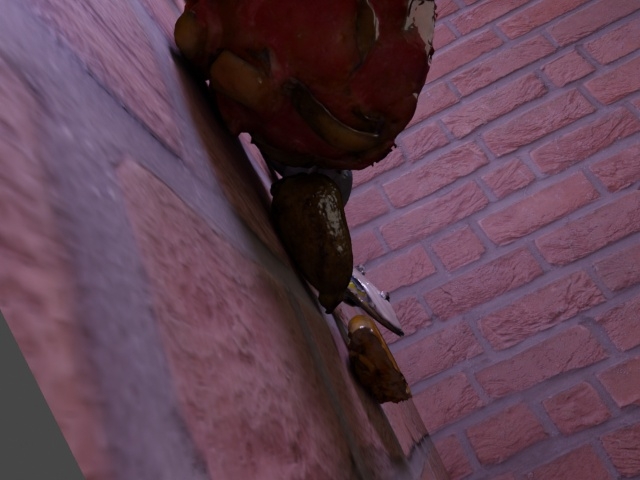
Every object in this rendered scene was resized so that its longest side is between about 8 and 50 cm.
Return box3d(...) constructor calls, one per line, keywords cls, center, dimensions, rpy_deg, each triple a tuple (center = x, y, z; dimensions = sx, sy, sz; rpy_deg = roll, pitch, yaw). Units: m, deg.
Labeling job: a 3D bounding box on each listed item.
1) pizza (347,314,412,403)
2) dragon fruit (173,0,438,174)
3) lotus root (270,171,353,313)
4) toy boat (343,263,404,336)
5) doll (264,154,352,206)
box3d(cls="pizza", center=(0.081, 0.182, 0.668), dimensions=(0.127, 0.058, 0.246), rpy_deg=(62, 3, 30))
box3d(cls="dragon fruit", center=(-0.040, -0.227, 0.543), dimensions=(0.296, 0.263, 0.314), rpy_deg=(-146, -114, -64))
box3d(cls="lotus root", center=(0.000, 0.000, 0.587), dimensions=(0.108, 0.095, 0.190), rpy_deg=(-17, 84, -51))
box3d(cls="toy boat", center=(0.066, 0.086, 0.712), dimensions=(0.084, 0.066, 0.210), rpy_deg=(30, 9, -42))
box3d(cls="doll", center=(-0.036, -0.191, 0.901), dimensions=(0.245, 0.158, 0.340), rpy_deg=(82, -18, -60))
